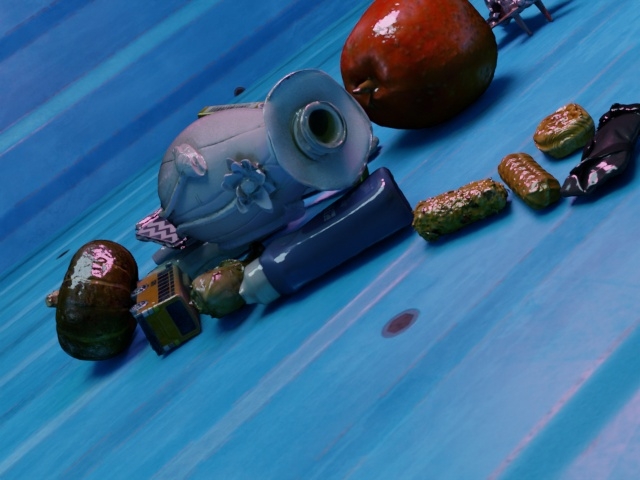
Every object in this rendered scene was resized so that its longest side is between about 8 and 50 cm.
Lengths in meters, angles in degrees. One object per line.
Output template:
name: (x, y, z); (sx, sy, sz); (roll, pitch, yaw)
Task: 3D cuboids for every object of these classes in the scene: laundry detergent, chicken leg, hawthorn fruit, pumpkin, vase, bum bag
laundry detergent: (0.000, 0.000, 1.434); (0.290, 0.094, 0.143); (-31, 18, 8)
chicken leg: (-0.145, 0.064, 1.548); (0.103, 0.088, 0.228); (-43, 3, 28)
hawthorn fruit: (0.168, -0.331, 1.738); (0.299, 0.275, 0.275); (-35, 15, -31)
pumpkin: (-0.412, 0.116, 1.689); (0.162, 0.219, 0.219); (6, 18, -5)
vase: (-0.104, -0.129, 1.551); (0.250, 0.250, 0.445); (-45, 13, -30)
bum bag: (0.360, -0.120, 1.181); (0.087, 0.049, 0.198); (-24, 20, 45)

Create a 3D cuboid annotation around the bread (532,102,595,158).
bread: (0.339, -0.153, 1.315); (0.083, 0.044, 0.111); (-34, 15, 11)

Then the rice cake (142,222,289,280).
rice cake: (-0.211, 0.024, 1.800); (0.336, 0.066, 0.063); (-33, 15, 7)

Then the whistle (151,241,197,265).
whistle: (-0.242, -0.035, 1.970); (0.269, 0.093, 0.180); (-35, -7, -3)

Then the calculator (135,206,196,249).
calculator: (-0.230, -0.069, 1.864); (0.165, 0.028, 0.274); (15, 42, 44)

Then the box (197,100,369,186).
box: (-0.072, -0.179, 1.760); (0.311, 0.173, 0.043); (0, 32, 28)

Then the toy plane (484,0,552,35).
toy plane: (0.407, -0.510, 2.038); (0.223, 0.104, 0.326); (-35, 17, 1)

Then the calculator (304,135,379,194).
calculator: (-0.001, -0.152, 1.926); (0.295, 0.042, 0.184); (-22, 21, 37)

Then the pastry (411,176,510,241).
pastry: (0.187, -0.044, 1.278); (0.140, 0.056, 0.080); (-27, 11, 22)

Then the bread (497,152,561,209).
bread: (0.273, -0.080, 1.233); (0.052, 0.044, 0.157); (-19, 20, 2)

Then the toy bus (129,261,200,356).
toy bus: (-0.263, 0.112, 1.612); (0.103, 0.091, 0.182); (-28, 19, -1)
